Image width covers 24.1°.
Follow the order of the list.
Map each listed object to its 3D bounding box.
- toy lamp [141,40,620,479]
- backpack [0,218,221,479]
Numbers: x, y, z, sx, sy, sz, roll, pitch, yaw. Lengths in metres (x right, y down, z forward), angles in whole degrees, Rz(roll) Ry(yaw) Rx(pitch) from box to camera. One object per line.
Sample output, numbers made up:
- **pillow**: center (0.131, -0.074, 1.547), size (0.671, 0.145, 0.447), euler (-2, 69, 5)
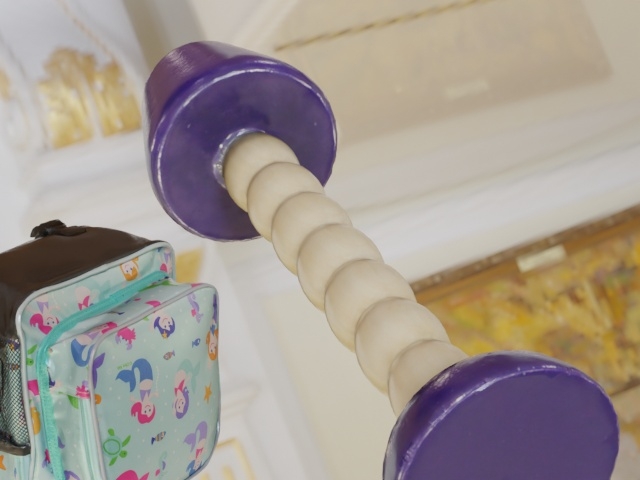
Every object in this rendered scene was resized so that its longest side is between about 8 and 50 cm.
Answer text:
- **toy lamp**: center (0.000, 0.000, 0.514), size (0.080, 0.080, 0.274), euler (-19, -147, -16)
- **backpack**: center (-0.195, 0.132, 1.237), size (0.191, 0.253, 0.225), euler (16, -158, 27)
